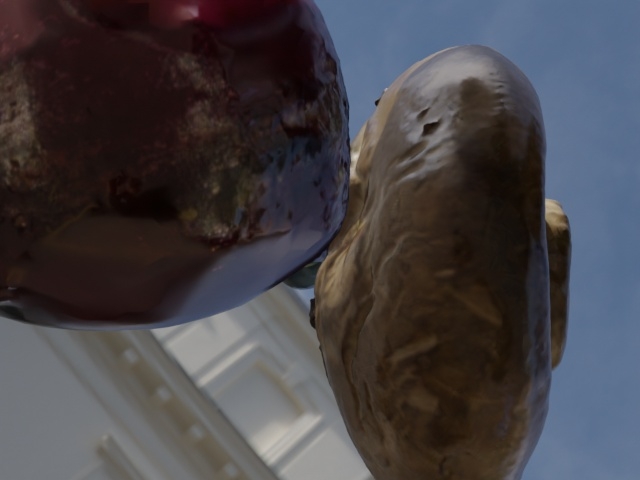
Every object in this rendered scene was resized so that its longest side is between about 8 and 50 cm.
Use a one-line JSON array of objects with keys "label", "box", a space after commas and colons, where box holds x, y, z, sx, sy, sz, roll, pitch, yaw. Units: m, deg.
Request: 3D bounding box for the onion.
[{"label": "onion", "box": [-0.090, -0.043, 0.444, 0.173, 0.198, 0.135, 13, -66, 43]}]

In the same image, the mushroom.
[{"label": "mushroom", "box": [0.083, 0.023, 0.797, 0.156, 0.151, 0.286, 2, -95, -11]}]

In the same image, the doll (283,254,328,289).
[{"label": "doll", "box": [0.000, 0.000, 1.008, 0.083, 0.050, 0.076, -34, -124, 4]}]
